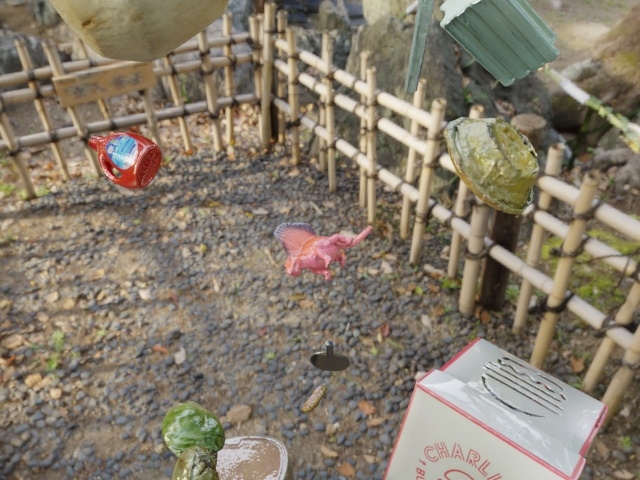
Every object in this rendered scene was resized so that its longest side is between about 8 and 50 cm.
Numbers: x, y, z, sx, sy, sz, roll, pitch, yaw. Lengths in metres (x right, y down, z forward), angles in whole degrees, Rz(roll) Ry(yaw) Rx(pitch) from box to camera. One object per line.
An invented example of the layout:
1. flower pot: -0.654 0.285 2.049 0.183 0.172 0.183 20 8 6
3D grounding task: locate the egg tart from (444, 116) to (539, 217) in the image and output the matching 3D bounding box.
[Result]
1. egg tart: 0.455 -0.213 1.455 0.315 0.120 0.315 22 48 -27

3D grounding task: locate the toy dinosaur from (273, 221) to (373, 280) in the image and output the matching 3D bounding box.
1. toy dinosaur: -0.008 -0.002 1.121 0.139 0.070 0.286 28 30 15

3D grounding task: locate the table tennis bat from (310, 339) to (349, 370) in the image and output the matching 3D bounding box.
1. table tennis bat: 0.022 0.273 1.338 0.095 0.158 0.014 7 55 5

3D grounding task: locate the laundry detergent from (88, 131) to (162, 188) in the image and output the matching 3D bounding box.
1. laundry detergent: -0.364 -0.153 1.039 0.165 0.049 0.097 21 85 31

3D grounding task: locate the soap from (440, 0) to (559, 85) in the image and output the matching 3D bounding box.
1. soap: 0.309 -0.359 0.979 0.198 0.114 0.063 27 54 -35

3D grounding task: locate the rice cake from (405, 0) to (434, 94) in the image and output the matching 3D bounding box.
1. rice cake: 0.208 -0.413 1.210 0.033 0.208 0.033 3 32 -4

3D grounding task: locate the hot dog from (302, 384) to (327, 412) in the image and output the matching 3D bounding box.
1. hot dog: -0.015 0.515 1.853 0.037 0.049 0.122 51 53 -6

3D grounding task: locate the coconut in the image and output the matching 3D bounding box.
1. coconut: -0.365 -0.579 1.175 0.344 0.415 0.415 43 51 11

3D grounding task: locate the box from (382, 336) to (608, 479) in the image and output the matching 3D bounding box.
1. box: 0.350 0.432 1.167 0.314 0.312 0.300 28 27 30

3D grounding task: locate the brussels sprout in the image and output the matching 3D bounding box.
1. brussels sprout: -0.280 0.417 1.256 0.139 0.100 0.181 29 22 -31

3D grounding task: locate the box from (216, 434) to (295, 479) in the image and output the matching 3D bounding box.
1. box: -0.210 0.733 1.630 0.300 0.216 0.301 -10 28 5

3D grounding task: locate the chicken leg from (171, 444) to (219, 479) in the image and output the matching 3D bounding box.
1. chicken leg: -0.243 0.472 1.021 0.103 0.088 0.228 -10 36 26
